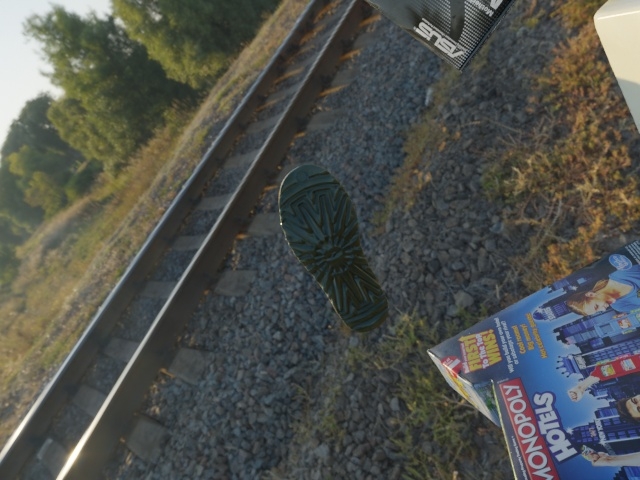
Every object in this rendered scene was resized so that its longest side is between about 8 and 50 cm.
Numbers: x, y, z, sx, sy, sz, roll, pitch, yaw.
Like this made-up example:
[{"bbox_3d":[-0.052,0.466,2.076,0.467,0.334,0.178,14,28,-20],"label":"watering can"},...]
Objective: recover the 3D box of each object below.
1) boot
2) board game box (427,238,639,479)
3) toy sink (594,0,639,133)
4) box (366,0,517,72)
[{"bbox_3d":[0.000,0.000,0.672,0.089,0.236,0.269,-22,12,-3],"label":"boot"},{"bbox_3d":[0.184,0.107,0.337,0.194,0.060,0.194,-26,25,23],"label":"board game box"},{"bbox_3d":[0.324,-0.096,0.288,0.131,0.234,0.153,-41,23,1],"label":"toy sink"},{"bbox_3d":[0.129,-0.305,0.462,0.045,0.191,0.184,-51,-1,-38],"label":"box"}]
